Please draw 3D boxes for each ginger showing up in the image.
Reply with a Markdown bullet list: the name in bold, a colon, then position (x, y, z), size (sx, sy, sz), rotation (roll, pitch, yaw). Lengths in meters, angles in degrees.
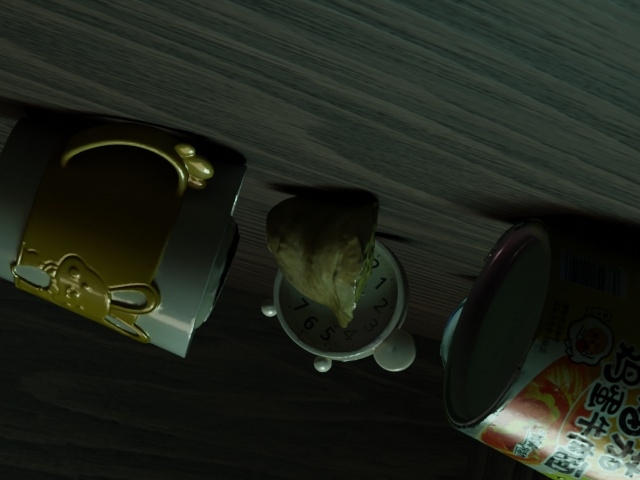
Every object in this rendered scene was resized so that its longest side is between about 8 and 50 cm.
- **ginger**: position (0.002, 0.000, 1.764), size (0.122, 0.115, 0.193), rotation (28, 164, 1)

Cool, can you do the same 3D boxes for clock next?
- **clock**: position (0.023, 0.064, 2.074), size (0.229, 0.155, 0.063), rotation (45, -177, 14)

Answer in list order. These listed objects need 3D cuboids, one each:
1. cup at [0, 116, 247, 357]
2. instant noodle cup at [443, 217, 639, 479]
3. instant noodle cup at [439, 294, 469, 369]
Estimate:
- **cup**: position (-0.182, -0.028, 1.622), size (0.226, 0.185, 0.241), rotation (17, 141, -1)
- **instant noodle cup**: position (0.242, 0.110, 1.622), size (0.200, 0.264, 0.264), rotation (21, 173, -14)
- **instant noodle cup**: position (0.261, 0.148, 2.372), size (0.205, 0.205, 0.153), rotation (8, 163, 36)
